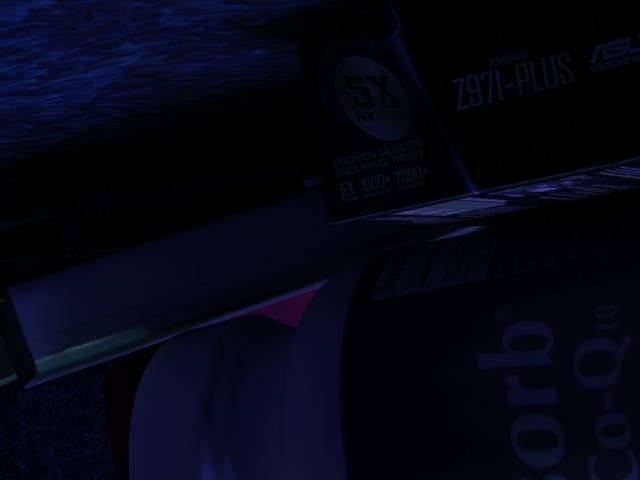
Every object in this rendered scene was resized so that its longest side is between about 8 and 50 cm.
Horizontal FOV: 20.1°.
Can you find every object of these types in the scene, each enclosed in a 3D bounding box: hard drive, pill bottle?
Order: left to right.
[{"bbox_3d":[0.000,0.000,0.997,0.353,0.047,0.233,-18,177,-13],"label":"hard drive"},{"bbox_3d":[0.111,0.094,0.832,0.363,0.210,0.210,-13,174,23],"label":"pill bottle"}]

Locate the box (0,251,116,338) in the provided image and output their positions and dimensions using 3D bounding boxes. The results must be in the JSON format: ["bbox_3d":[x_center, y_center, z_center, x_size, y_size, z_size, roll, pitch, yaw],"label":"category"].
[{"bbox_3d":[-0.163,0.031,1.218,0.184,0.045,0.191,-7,-176,31],"label":"box"}]

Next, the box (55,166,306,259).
[{"bbox_3d":[-0.085,-0.016,1.084,0.137,0.027,0.094,-9,176,-16],"label":"box"}]

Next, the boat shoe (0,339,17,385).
[{"bbox_3d":[-0.377,0.100,1.347,0.335,0.112,0.095,-20,158,-5],"label":"boat shoe"}]

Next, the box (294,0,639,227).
[{"bbox_3d":[0.098,-0.055,0.708,0.147,0.077,0.180,-12,175,26],"label":"box"}]

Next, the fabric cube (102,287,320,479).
[{"bbox_3d":[0.020,0.169,1.249,0.259,0.254,0.258,-3,161,-25],"label":"fabric cube"}]
